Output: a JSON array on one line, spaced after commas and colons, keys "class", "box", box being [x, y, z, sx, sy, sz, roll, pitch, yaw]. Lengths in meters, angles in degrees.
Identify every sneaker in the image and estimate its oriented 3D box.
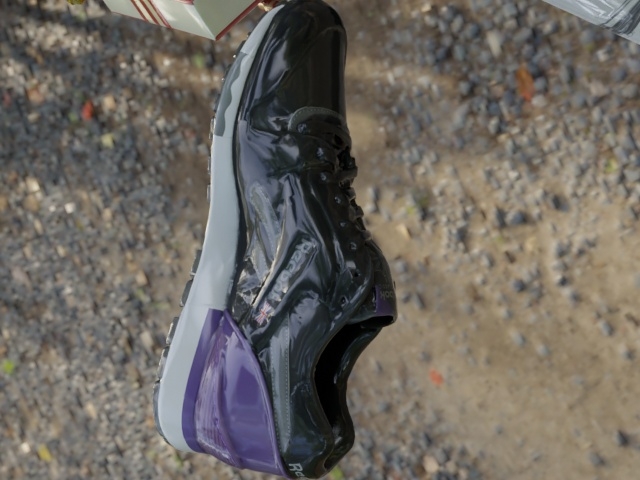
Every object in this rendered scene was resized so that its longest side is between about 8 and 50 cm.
[{"class": "sneaker", "box": [0.000, 0.000, 0.724, 0.124, 0.107, 0.283, 11, 89, 28]}]

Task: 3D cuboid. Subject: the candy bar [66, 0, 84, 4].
[{"class": "candy bar", "box": [-0.240, -0.249, 1.085, 0.040, 0.018, 0.161, 33, 172, 5]}]

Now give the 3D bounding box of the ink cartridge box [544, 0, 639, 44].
[{"class": "ink cartridge box", "box": [0.253, -0.250, 0.998, 0.115, 0.273, 0.198, -60, 23, 27]}]

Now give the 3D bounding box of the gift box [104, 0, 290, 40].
[{"class": "gift box", "box": [-0.103, -0.354, 1.148, 0.255, 0.276, 0.258, 33, 160, 53]}]
